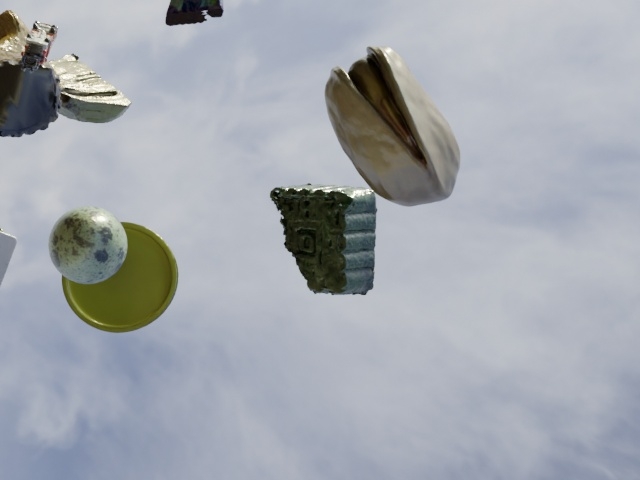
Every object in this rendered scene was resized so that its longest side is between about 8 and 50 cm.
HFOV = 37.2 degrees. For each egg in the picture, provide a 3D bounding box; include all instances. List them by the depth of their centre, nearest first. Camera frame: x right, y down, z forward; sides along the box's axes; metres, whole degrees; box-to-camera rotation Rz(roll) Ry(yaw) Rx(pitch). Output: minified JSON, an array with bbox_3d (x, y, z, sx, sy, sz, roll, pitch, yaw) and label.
[{"bbox_3d":[-0.397,0.005,1.626,0.172,0.132,0.132,126,-19,-70],"label":"egg"}]

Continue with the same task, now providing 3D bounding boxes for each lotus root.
[{"bbox_3d":[-0.414,-0.241,1.583,0.143,0.144,0.070,42,-66,12],"label":"lotus root"}]

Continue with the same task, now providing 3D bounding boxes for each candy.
[{"bbox_3d":[-0.284,-0.621,2.227,0.145,0.070,0.275,-4,-116,17],"label":"candy"}]

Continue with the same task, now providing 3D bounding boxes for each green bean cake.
[{"bbox_3d":[0.000,0.000,1.746,0.194,0.107,0.208,3,-84,36],"label":"green bean cake"}]

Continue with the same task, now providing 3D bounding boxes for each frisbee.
[{"bbox_3d":[-0.412,0.075,1.960,0.017,0.236,0.235,122,-13,-73],"label":"frisbee"}]

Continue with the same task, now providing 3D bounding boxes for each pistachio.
[{"bbox_3d":[0.118,-0.171,1.536,0.166,0.288,0.197,-36,-153,5],"label":"pistachio"}]

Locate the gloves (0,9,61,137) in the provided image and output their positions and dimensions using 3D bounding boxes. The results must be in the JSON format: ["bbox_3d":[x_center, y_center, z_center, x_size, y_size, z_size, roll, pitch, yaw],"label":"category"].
[{"bbox_3d":[-0.490,-0.232,1.369,0.203,0.155,0.356,-17,-144,-27],"label":"gloves"}]

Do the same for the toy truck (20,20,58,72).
[{"bbox_3d":[-0.260,-0.180,0.877,0.083,0.024,0.032,-105,-147,-62],"label":"toy truck"}]

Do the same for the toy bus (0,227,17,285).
[{"bbox_3d":[-0.570,-0.013,1.276,0.139,0.302,0.113,7,-104,45],"label":"toy bus"}]
